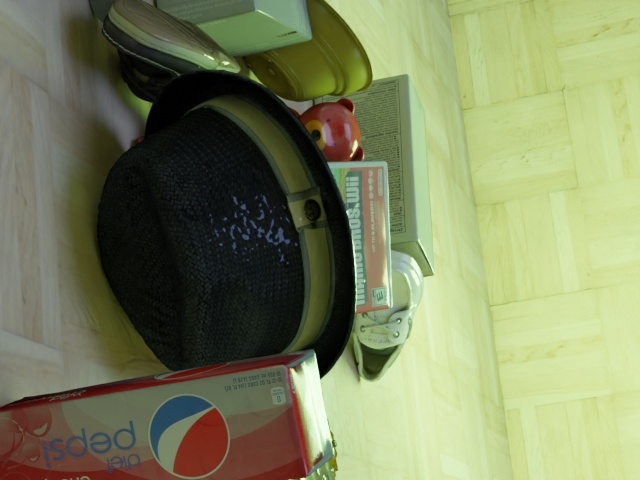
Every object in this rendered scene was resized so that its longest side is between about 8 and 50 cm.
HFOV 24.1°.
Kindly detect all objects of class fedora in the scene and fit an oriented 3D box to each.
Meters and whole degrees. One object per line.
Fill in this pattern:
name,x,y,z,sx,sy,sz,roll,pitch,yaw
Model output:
fedora,-0.117,0.008,1.457,0.152,0.334,0.334,-22,103,-40

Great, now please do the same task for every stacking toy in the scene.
stacking toy,-0.003,-0.029,2.004,0.279,0.130,0.309,-51,128,-70

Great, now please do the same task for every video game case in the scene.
video game case,0.000,0.000,1.940,0.285,0.025,0.204,-5,94,-52

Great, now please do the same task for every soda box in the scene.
soda box,-0.129,0.152,1.175,0.083,0.263,0.092,-17,95,-74

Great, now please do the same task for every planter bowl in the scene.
planter bowl,-0.039,-0.252,2.014,0.090,0.217,0.217,-48,140,-17

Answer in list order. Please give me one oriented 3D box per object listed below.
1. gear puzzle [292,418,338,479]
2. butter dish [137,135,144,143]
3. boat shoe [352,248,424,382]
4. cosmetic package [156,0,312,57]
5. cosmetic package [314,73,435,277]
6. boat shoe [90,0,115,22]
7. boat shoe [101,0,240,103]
gear puzzle,-0.028,0.276,1.887,0.339,0.044,0.175,-25,102,-77
butter dish,-0.094,-0.108,1.639,0.118,0.160,0.160,-58,172,12
boat shoe,0.095,0.119,2.223,0.277,0.098,0.096,90,13,-53
cosmetic package,-0.105,-0.295,1.829,0.238,0.127,0.107,-6,86,-73
cosmetic package,0.081,-0.090,2.289,0.113,0.160,0.309,57,27,-54
boat shoe,-0.224,-0.272,1.564,0.035,0.035,0.100,-6,79,-72
boat shoe,-0.165,-0.187,1.592,0.103,0.092,0.285,39,8,8
